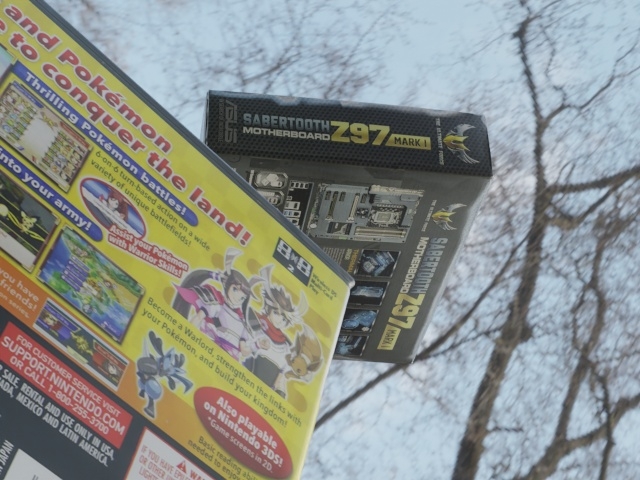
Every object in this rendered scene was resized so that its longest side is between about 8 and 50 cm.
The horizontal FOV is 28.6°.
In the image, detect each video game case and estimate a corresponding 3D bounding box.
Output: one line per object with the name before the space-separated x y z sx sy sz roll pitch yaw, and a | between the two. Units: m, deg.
video game case | -0.112 0.018 0.448 0.275 0.248 0.035 42 -53 -20

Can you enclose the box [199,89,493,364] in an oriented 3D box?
box | 0.000 0.000 0.862 0.183 0.059 0.233 5 -36 -8
